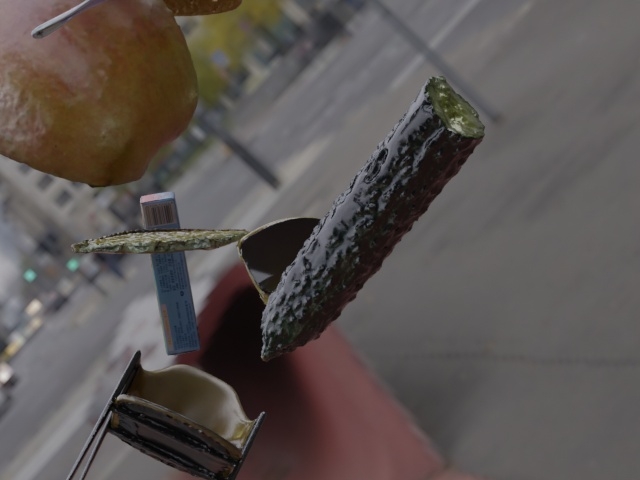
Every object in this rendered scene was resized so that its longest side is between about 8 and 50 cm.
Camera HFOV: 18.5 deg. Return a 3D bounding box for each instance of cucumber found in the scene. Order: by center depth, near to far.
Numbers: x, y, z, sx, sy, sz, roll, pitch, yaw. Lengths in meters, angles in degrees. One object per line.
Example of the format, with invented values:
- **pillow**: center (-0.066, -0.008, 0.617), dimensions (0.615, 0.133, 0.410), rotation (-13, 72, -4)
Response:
- **cucumber**: center (0.034, -0.010, 1.698), dimensions (0.300, 0.072, 0.072), rotation (-51, 3, 22)

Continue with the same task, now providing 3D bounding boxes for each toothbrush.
- **toothbrush**: center (-0.168, -0.190, 1.530), dimensions (0.131, 0.011, 0.013), rotation (-28, 41, 5)

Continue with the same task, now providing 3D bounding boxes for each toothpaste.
- **toothpaste**: center (-0.183, 0.038, 2.401), dimensions (0.044, 0.193, 0.070), rotation (-9, 11, -2)

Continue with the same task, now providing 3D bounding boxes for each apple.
- **apple**: center (-0.303, -0.198, 2.169), dimensions (0.254, 0.346, 0.179), rotation (-51, -28, -19)

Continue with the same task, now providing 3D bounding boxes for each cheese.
- **cheese**: center (0.000, 0.000, 2.007), dimensions (0.162, 0.086, 0.036), rotation (-27, -26, -4)

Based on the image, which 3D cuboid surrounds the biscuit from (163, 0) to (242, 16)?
- **biscuit**: center (-0.214, -0.338, 2.428), dimensions (0.035, 0.250, 0.162), rotation (-70, 1, -65)

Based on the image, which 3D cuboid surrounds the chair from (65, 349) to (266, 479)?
- **chair**: center (-0.163, 0.224, 2.122), dimensions (0.172, 0.159, 0.247), rotation (114, -179, -66)

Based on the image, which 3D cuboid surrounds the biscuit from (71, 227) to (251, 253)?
- **biscuit**: center (-0.156, -0.001, 2.008), dimensions (0.203, 0.144, 0.016), rotation (-21, -69, -79)
